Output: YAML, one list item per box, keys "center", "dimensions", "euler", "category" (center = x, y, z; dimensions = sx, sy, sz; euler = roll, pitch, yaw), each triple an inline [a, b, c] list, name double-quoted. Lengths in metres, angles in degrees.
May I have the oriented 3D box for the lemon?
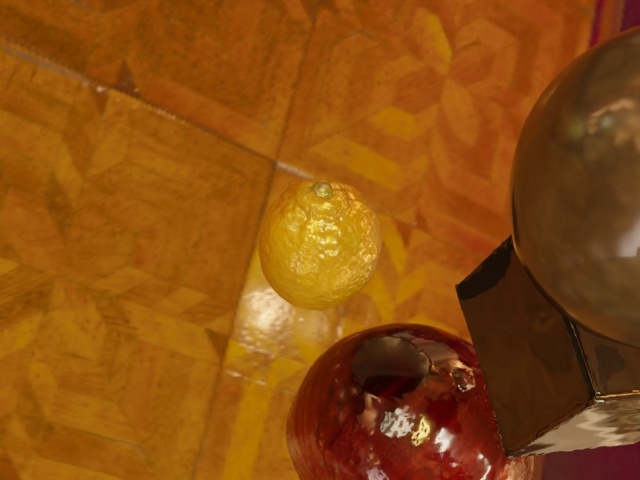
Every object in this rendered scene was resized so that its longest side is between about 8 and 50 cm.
- center: [0.000, 0.000, 1.257]
  dimensions: [0.142, 0.187, 0.142]
  euler: [3, 52, -4]
  category: "lemon"

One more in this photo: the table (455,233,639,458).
- center: [0.267, 0.092, 1.106]
  dimensions: [0.169, 0.172, 0.193]
  euler: [-1, 62, -25]
  category: "table"

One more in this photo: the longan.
- center: [0.263, -0.040, 0.836]
  dimensions: [0.258, 0.258, 0.257]
  euler: [5, 81, -34]
  category: "longan"

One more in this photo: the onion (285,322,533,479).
- center: [0.124, 0.257, 1.473]
  dimensions: [0.341, 0.341, 0.341]
  euler: [5, 81, -34]
  category: "onion"
